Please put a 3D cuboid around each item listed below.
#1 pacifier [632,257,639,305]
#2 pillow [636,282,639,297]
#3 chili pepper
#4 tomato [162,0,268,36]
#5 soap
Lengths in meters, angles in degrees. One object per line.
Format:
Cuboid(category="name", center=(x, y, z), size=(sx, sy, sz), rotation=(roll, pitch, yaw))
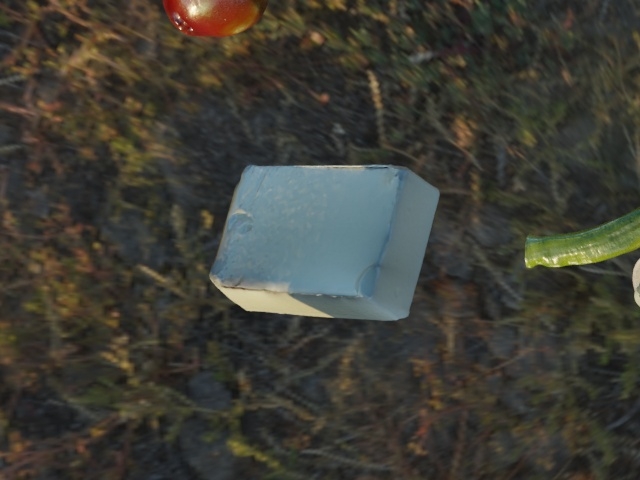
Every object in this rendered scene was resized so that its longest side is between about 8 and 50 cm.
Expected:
Cuboid(category="pacifier", center=(0.356, 0.046, 1.700), size=(0.099, 0.078, 0.081), rotation=(-10, 100, 52))
Cuboid(category="pillow", center=(0.231, -0.032, 0.649), size=(0.179, 0.075, 0.171), rotation=(14, 88, 25))
Cuboid(category="chili pepper", center=(0.314, -0.008, 1.743), size=(0.202, 0.050, 0.052), rotation=(-19, 114, 20))
Cuboid(category="tomato", center=(-0.085, -0.196, 1.253), size=(0.075, 0.087, 0.087), rotation=(-44, 77, 25))
Cuboid(category="soap", center=(0.000, 0.000, 1.354), size=(0.183, 0.064, 0.121), rotation=(3, 69, 40))
